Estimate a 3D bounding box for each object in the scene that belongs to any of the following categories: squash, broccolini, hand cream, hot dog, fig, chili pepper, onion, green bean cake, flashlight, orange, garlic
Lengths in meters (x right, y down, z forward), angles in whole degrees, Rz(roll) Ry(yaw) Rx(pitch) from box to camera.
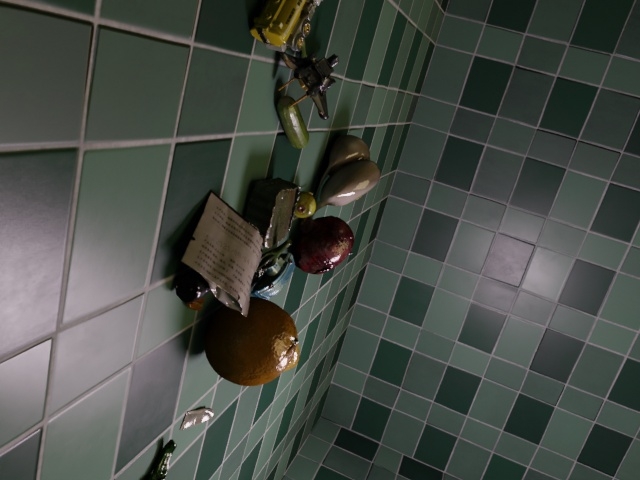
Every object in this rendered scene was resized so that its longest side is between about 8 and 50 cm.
[{"bbox_3d":[-0.075,-0.323,1.536,0.229,0.066,0.066,65,47,-69],"label":"squash"},{"bbox_3d":[-0.148,0.058,1.582,0.091,0.202,0.068,-10,80,-44],"label":"broccolini"},{"bbox_3d":[-0.371,0.535,1.673,0.057,0.037,0.165,-69,159,-2],"label":"hand cream"},{"bbox_3d":[-0.313,0.153,1.371,0.083,0.021,0.037,59,42,-71],"label":"hot dog"},{"bbox_3d":[-0.060,-0.124,1.858,0.166,0.093,0.093,-108,-145,-81],"label":"fig"},{"bbox_3d":[-0.440,0.628,1.483,0.073,0.050,0.182,79,31,-53],"label":"chili pepper"},{"bbox_3d":[0.000,0.000,2.029,0.252,0.219,0.252,-37,-169,9],"label":"onion"},{"bbox_3d":[-0.141,-0.085,1.547,0.181,0.094,0.173,-32,140,-67],"label":"green bean cake"},{"bbox_3d":[-0.262,0.089,1.342,0.232,0.092,0.093,-29,137,-69],"label":"flashlight"},{"bbox_3d":[-0.188,0.277,1.534,0.264,0.264,0.264,20,90,-76],"label":"orange"},{"bbox_3d":[0.078,-0.259,2.067,0.340,0.232,0.245,-36,-168,-39],"label":"garlic"}]

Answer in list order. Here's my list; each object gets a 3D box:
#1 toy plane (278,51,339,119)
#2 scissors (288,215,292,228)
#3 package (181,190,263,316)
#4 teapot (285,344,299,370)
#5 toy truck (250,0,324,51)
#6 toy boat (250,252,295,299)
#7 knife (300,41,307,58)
[{"bbox_3d":[-0.004,-0.452,1.486,0.103,0.204,0.316,-26,-162,34],"label":"toy plane"},{"bbox_3d":[-0.116,-0.051,1.855,0.119,0.014,0.058,-49,154,-64],"label":"scissors"},{"bbox_3d":[-0.209,0.034,1.304,0.251,0.062,0.204,54,38,-46],"label":"package"},{"bbox_3d":[-0.180,0.364,1.917,0.311,0.166,0.204,139,-67,-69],"label":"teapot"},{"bbox_3d":[-0.066,-0.522,1.223,0.227,0.098,0.114,-65,160,-13],"label":"toy truck"},{"bbox_3d":[-0.163,0.100,1.786,0.102,0.088,0.215,58,44,-28],"label":"toy boat"},{"bbox_3d":[-0.046,-0.503,1.497,0.207,0.014,0.030,75,38,-68],"label":"knife"}]
